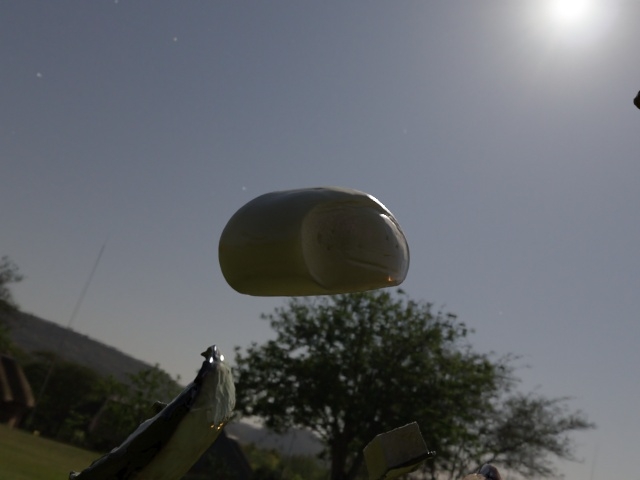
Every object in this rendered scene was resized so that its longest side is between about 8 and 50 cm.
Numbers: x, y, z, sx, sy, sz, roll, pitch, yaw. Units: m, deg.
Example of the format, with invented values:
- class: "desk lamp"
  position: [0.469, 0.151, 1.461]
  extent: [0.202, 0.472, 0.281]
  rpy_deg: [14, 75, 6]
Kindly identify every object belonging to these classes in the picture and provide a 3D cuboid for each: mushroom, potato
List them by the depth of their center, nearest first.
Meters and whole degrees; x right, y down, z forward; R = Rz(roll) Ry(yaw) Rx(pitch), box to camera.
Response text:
- class: "potato"
  position: [0.109, 0.306, 0.994]
  extent: [0.086, 0.061, 0.122]
  rpy_deg: [-17, -25, -15]
- class: "mushroom"
  position: [-0.275, 0.346, 1.220]
  extent: [0.130, 0.344, 0.247]
  rpy_deg: [49, -23, -2]

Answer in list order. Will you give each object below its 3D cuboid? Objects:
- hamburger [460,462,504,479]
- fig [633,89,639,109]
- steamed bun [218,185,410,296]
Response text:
- class: "hamburger"
  position: [0.289, 0.485, 1.010]
  extent: [0.284, 0.174, 0.304]
  rpy_deg: [62, -10, 4]
- class: "fig"
  position: [0.314, -0.168, 0.452]
  extent: [0.149, 0.245, 0.149]
  rpy_deg: [36, 12, -9]
- class: "steamed bun"
  position: [0.000, 0.000, 0.972]
  extent: [0.200, 0.154, 0.250]
  rpy_deg: [-5, -1, 42]
